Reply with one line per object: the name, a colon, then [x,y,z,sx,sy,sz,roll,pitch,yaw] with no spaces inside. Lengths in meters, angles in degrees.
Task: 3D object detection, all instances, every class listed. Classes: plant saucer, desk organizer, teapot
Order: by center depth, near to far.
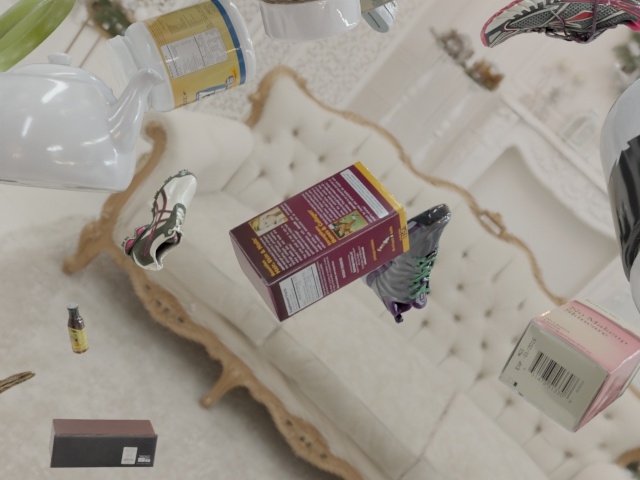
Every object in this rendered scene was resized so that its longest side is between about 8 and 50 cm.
desk organizer: [-0.281,0.261,1.121,0.130,0.047,0.050,6,12,-22]
teapot: [-0.376,-0.167,1.202,0.256,0.187,0.252,4,-1,-26]
plant saucer: [-0.527,-0.365,1.514,0.037,0.241,0.241,48,20,-11]

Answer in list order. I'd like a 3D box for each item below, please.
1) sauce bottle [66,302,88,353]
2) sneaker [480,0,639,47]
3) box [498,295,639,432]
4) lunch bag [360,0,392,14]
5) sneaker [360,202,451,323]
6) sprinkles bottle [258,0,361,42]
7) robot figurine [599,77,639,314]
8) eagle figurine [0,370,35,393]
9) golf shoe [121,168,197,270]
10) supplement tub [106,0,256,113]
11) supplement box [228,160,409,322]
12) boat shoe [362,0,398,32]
sauce bottle: [-0.574,0.206,2.039,0.042,0.128,0.042,-3,28,1]
sneaker: [0.423,-0.384,1.489,0.121,0.299,0.111,-66,141,-81]
box: [0.423,0.195,1.422,0.149,0.126,0.232,35,26,27]
lunch bag: [0.063,-0.475,1.150,0.287,0.235,0.169,47,63,-22]
sneaker: [0.135,0.034,1.180,0.083,0.223,0.098,-24,75,-27]
sprinkles bottle: [-0.035,-0.410,0.978,0.121,0.121,0.355,-95,176,-60]
robot figurine: [0.319,-0.035,0.682,0.209,0.174,0.278,56,28,-42]
eagle figurine: [-0.594,0.132,1.231,0.226,0.225,0.298,-43,117,-49]
golf shoe: [-0.374,-0.046,2.169,0.120,0.272,0.105,27,-8,33]
supplement tub: [-0.217,-0.286,1.356,0.144,0.200,0.144,58,-18,30]
supplement box: [0.000,0.000,1.043,0.104,0.188,0.080,51,-16,38]
boat shoe: [0.094,-0.550,1.881,0.083,0.075,0.226,12,-23,38]
